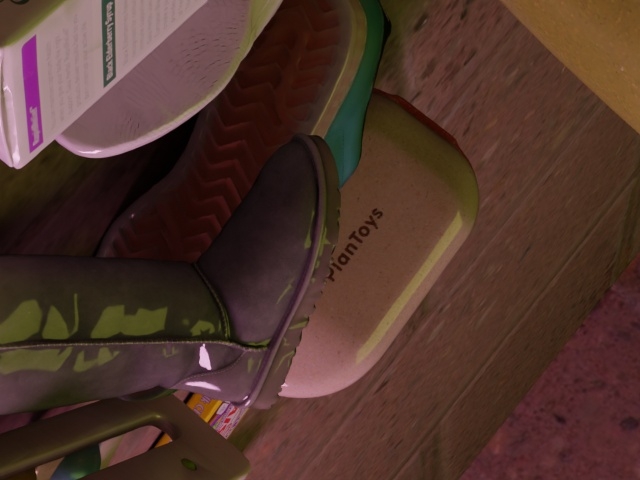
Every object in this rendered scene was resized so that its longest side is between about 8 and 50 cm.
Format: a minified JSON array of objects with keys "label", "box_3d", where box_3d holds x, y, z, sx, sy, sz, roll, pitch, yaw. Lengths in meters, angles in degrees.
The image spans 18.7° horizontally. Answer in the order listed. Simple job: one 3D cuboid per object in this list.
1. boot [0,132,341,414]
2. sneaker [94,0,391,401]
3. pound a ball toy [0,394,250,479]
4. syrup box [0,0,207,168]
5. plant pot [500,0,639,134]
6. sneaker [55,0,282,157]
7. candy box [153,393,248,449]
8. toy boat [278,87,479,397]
[{"label":"boot","box_3d":[-0.104,0.019,1.087,0.208,0.076,0.190,8,108,-26]},{"label":"sneaker","box_3d":[-0.041,-0.029,1.226,0.302,0.108,0.121,-59,159,15]},{"label":"pound a ball toy","box_3d":[-0.206,0.212,1.215,0.208,0.135,0.319,-59,162,19]},{"label":"syrup box","box_3d":[-0.089,-0.151,0.847,0.237,0.093,0.096,-45,163,-27]},{"label":"plant pot","box_3d":[0.129,-0.232,0.932,0.275,0.293,0.275,-48,163,-20]},{"label":"sneaker","box_3d":[-0.068,-0.112,1.044,0.212,0.080,0.094,-48,175,-23]},{"label":"candy box","box_3d":[-0.110,0.174,1.616,0.206,0.027,0.105,-54,168,3]},{"label":"toy boat","box_3d":[0.000,0.000,1.410,0.231,0.151,0.151,-53,-166,-1]}]
